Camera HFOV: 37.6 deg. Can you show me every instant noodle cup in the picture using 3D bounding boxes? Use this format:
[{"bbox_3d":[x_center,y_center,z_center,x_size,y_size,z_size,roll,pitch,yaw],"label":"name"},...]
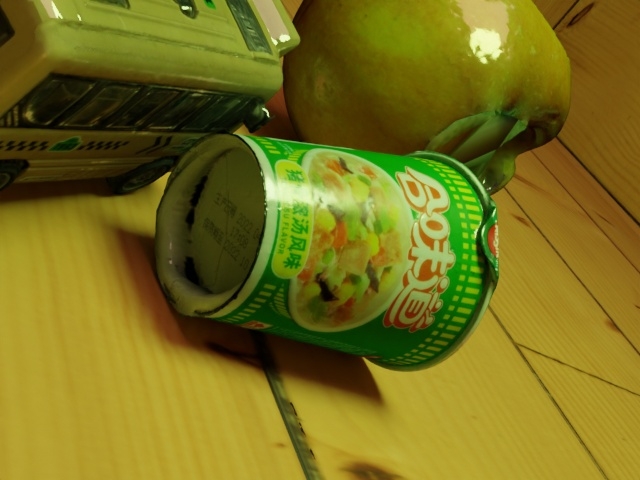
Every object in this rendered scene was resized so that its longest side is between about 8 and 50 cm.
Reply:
[{"bbox_3d":[0.000,0.000,0.780,0.232,0.207,0.207,12,33,-41],"label":"instant noodle cup"}]

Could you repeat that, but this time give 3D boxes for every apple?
[{"bbox_3d":[0.148,-0.200,1.205,0.384,0.374,0.374,3,39,-34],"label":"apple"}]

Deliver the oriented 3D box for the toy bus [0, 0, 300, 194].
[{"bbox_3d":[-0.171,-0.142,0.688,0.177,0.202,0.365,62,21,4],"label":"toy bus"}]
